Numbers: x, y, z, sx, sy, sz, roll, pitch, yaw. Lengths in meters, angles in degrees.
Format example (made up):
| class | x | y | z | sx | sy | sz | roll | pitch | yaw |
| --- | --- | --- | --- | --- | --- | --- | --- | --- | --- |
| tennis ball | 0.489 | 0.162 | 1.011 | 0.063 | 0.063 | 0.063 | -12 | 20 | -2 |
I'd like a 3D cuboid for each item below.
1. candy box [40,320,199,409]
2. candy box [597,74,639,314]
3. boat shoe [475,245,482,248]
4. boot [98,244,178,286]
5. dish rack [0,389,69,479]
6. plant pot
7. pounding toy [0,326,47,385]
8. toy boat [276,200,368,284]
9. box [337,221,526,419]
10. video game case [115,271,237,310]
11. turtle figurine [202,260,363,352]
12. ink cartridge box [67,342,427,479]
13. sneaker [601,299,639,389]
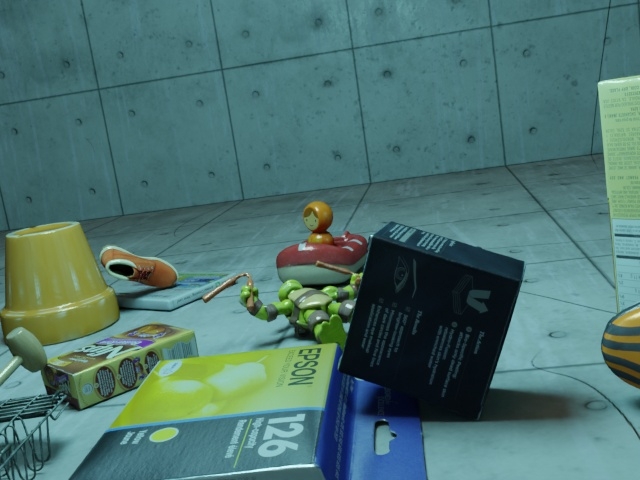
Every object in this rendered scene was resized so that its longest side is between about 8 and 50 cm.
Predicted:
| class | x | y | z | sx | sy | sz | roll | pitch | yaw |
| --- | --- | --- | --- | --- | --- | --- | --- | --- | --- |
| candy box | -0.277 | 0.168 | 1.059 | 0.186 | 0.053 | 0.109 | -20 | 15 | -40 |
| candy box | 0.412 | -0.036 | 0.865 | 0.182 | 0.317 | 0.087 | -16 | 12 | -36 |
| boat shoe | 0.175 | 0.060 | 1.210 | 0.223 | 0.074 | 0.080 | -14 | 12 | -29 |
| boot | -0.340 | 0.061 | 1.447 | 0.157 | 0.059 | 0.084 | 19 | 8 | -26 |
| dish rack | -0.376 | 0.230 | 0.770 | 0.208 | 0.074 | 0.271 | -7 | 9 | 0 |
| plant pot | -0.483 | 0.069 | 1.377 | 0.205 | 0.188 | 0.205 | -8 | 10 | 2 |
| pounding toy | -0.496 | 0.152 | 0.945 | 0.269 | 0.154 | 0.155 | -27 | 17 | -21 |
| toy boat | 0.000 | 0.000 | 1.462 | 0.150 | 0.151 | 0.231 | -5 | 11 | 18 |
| box | 0.118 | 0.080 | 0.809 | 0.158 | 0.156 | 0.093 | 18 | 16 | 14 |
| video game case | -0.307 | 0.099 | 1.531 | 0.212 | 0.023 | 0.193 | -2 | 13 | 36 |
| turtle figurine | -0.019 | 0.102 | 1.112 | 0.269 | 0.087 | 0.217 | -5 | 15 | -30 |
| ink cartridge box | -0.055 | 0.184 | 0.765 | 0.307 | 0.072 | 0.303 | -9 | 10 | 6 |
| sneaker | 0.371 | 0.116 | 0.622 | 0.321 | 0.125 | 0.180 | 1 | 13 | 41 |
